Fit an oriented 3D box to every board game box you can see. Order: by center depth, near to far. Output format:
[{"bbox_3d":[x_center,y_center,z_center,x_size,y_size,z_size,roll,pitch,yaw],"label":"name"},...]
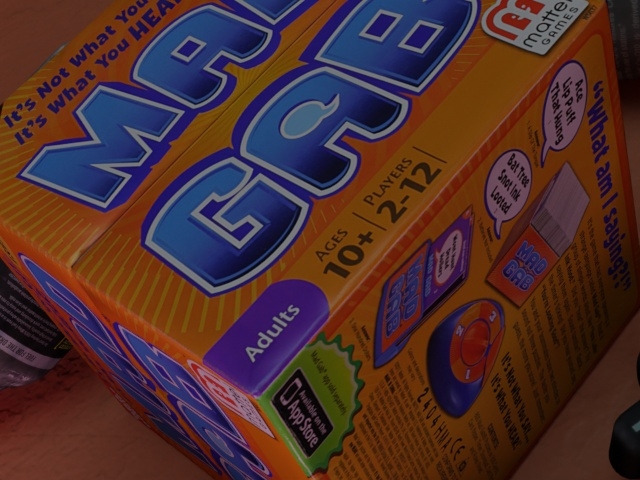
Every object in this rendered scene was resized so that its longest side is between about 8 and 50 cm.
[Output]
[{"bbox_3d":[0.000,0.000,0.937,0.356,0.356,0.356,29,67,36],"label":"board game box"}]

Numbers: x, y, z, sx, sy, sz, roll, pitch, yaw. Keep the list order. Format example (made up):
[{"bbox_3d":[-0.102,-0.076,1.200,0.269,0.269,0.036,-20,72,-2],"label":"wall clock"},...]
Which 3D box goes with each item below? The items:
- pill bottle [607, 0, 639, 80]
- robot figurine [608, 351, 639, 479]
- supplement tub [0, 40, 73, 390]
[{"bbox_3d":[0.271,-0.255,1.138,0.361,0.204,0.204,-2,53,19],"label":"pill bottle"},{"bbox_3d":[0.346,0.106,0.851,0.278,0.209,0.173,-33,12,-5],"label":"robot figurine"},{"bbox_3d":[-0.276,-0.006,1.123,0.338,0.207,0.207,-47,51,-1],"label":"supplement tub"}]
